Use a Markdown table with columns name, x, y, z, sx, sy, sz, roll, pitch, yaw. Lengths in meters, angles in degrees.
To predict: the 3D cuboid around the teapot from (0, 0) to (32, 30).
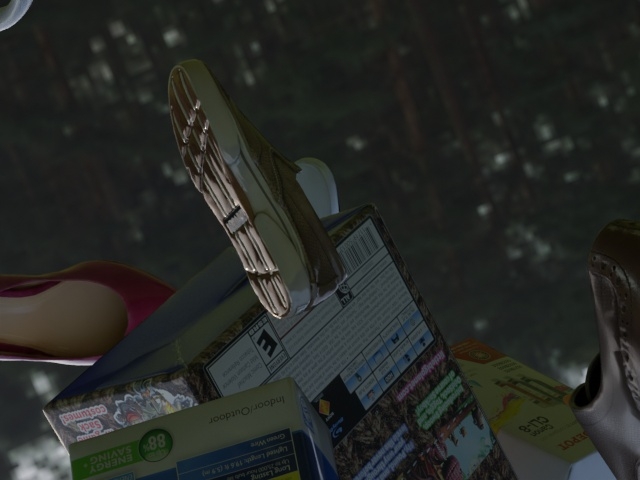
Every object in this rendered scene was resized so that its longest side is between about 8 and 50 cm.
| name | x | y | z | sx | sy | sz | roll | pitch | yaw |
| --- | --- | --- | --- | --- | --- | --- | --- | --- | --- |
| teapot | -0.354 | -0.228 | 1.353 | 0.253 | 0.187 | 0.256 | -22 | -138 | -9 |

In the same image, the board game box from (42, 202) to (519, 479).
| name | x | y | z | sx | sy | sz | roll | pitch | yaw |
| --- | --- | --- | --- | --- | --- | --- | --- | --- | --- |
| board game box | -0.006 | 0.163 | 1.297 | 0.141 | 0.291 | 0.232 | -17 | -163 | 41 |

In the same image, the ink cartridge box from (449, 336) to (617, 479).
| name | x | y | z | sx | sy | sz | roll | pitch | yaw |
| --- | --- | --- | --- | --- | --- | --- | --- | --- | --- |
| ink cartridge box | 0.143 | 0.178 | 1.515 | 0.176 | 0.127 | 0.128 | 26 | -156 | 30 |

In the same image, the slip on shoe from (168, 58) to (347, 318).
| name | x | y | z | sx | sy | sz | roll | pitch | yaw |
| --- | --- | --- | --- | --- | --- | --- | --- | --- | --- |
| slip on shoe | -0.031 | -0.029 | 0.938 | 0.041 | 0.135 | 0.051 | -26 | 175 | -26 |

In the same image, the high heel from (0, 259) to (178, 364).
| name | x | y | z | sx | sy | sz | roll | pitch | yaw |
| --- | --- | --- | --- | --- | --- | --- | --- | --- | --- |
| high heel | -0.194 | 0.058 | 1.351 | 0.244 | 0.082 | 0.117 | 13 | -168 | -19 |

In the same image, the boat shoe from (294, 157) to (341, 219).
| name | x | y | z | sx | sy | sz | roll | pitch | yaw |
| --- | --- | --- | --- | --- | --- | --- | --- | --- | --- |
| boat shoe | 0.000 | 0.000 | 1.724 | 0.065 | 0.183 | 0.083 | 18 | -149 | 26 |

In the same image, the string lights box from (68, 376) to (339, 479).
| name | x | y | z | sx | sy | sz | roll | pitch | yaw |
| --- | --- | --- | --- | --- | --- | --- | --- | --- | --- |
| string lights box | -0.043 | 0.214 | 0.985 | 0.133 | 0.076 | 0.259 | -18 | -124 | 8 |

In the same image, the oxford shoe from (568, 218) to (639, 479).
| name | x | y | z | sx | sy | sz | roll | pitch | yaw |
| --- | --- | --- | --- | --- | --- | --- | --- | --- | --- |
| oxford shoe | 0.213 | 0.104 | 1.030 | 0.133 | 0.363 | 0.130 | 29 | -116 | 28 |
